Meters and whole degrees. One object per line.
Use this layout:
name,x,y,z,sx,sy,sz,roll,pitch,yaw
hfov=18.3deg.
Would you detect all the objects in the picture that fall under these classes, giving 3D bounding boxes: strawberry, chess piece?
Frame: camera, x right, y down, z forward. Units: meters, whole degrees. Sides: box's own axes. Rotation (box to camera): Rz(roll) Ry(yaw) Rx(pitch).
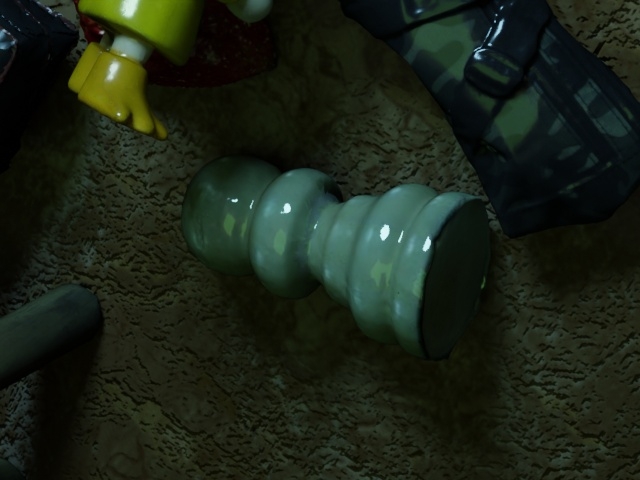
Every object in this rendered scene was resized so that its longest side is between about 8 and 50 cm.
strawberry,-0.123,-0.177,1.583,0.187,0.082,0.146,30,126,8
chess piece,0.000,0.000,1.561,0.243,0.133,0.133,16,115,24

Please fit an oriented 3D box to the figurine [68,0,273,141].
figurine,-0.089,-0.248,1.424,0.215,0.187,0.344,30,100,59

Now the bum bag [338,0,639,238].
bum bag,0.111,-0.151,1.464,0.144,0.095,0.340,-37,92,15

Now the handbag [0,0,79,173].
handbag,-0.321,-0.167,1.628,0.215,0.155,0.169,38,116,12

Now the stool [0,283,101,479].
stool,-0.391,0.132,1.737,0.310,0.226,0.310,33,119,12
